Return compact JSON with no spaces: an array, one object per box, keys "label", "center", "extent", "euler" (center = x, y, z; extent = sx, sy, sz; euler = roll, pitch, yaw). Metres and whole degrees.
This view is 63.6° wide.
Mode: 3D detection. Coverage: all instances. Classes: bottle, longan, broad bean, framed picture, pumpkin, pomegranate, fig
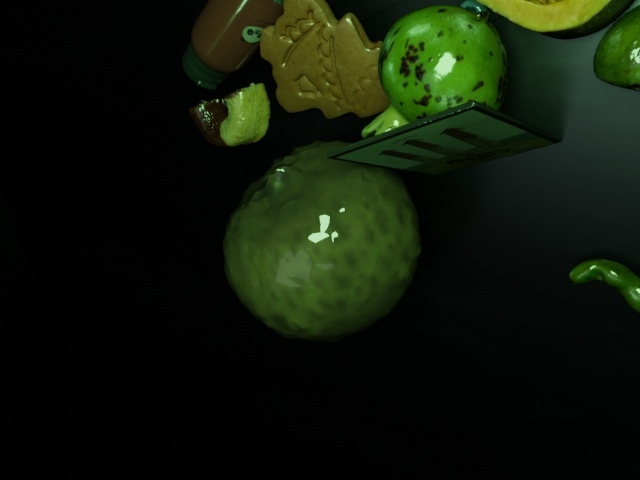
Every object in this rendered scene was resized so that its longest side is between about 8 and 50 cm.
[{"label":"bottle","center":[-0.176,-0.441,1.054],"extent":[0.336,0.144,0.144],"euler":[-32,92,44]},{"label":"longan","center":[0.000,0.000,0.997],"extent":[0.390,0.391,0.392],"euler":[19,124,29]},{"label":"broad bean","center":[0.532,0.089,0.865],"extent":[0.213,0.048,0.071],"euler":[26,127,25]},{"label":"framed picture","center":[0.203,-0.148,0.815],"extent":[0.244,0.323,0.013],"euler":[-12,83,42]},{"label":"pumpkin","center":[0.300,-0.428,0.700],"extent":[0.317,0.139,0.222],"euler":[41,136,16]},{"label":"pomegranate","center":[0.172,-0.242,0.807],"extent":[0.211,0.211,0.263],"euler":[46,119,8]},{"label":"fig","center":[0.447,-0.275,0.681],"extent":[0.123,0.123,0.156],"euler":[30,120,22]}]

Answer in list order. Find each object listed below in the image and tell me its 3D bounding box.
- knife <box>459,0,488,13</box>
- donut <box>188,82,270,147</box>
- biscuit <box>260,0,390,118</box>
[{"label":"knife","center":[0.240,-0.291,0.900],"extent":[0.058,0.032,0.244],"euler":[22,130,22]},{"label":"donut","center":[-0.213,-0.285,1.213],"extent":[0.217,0.085,0.141],"euler":[-10,107,39]},{"label":"biscuit","center":[0.026,-0.325,0.976],"extent":[0.306,0.043,0.284],"euler":[22,145,8]}]
